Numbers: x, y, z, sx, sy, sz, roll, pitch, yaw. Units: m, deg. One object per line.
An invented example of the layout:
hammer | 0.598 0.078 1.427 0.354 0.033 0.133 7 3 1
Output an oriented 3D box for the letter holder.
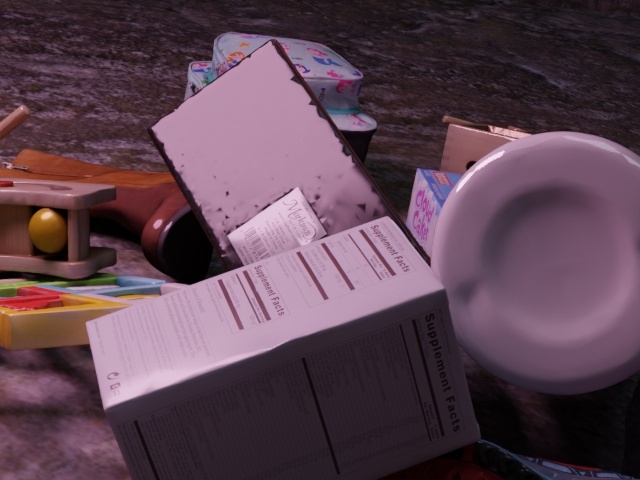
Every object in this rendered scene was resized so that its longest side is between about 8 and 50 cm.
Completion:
letter holder | 0.000 0.000 1.250 0.302 0.152 0.214 57 4 33

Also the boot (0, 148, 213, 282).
boot | -0.241 -0.047 1.420 0.280 0.096 0.264 13 21 6

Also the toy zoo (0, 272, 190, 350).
toy zoo | -0.211 0.057 1.119 0.192 0.030 0.293 -5 5 -35

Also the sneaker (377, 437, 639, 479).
sneaker | 0.168 0.213 0.994 0.262 0.104 0.125 12 -6 14

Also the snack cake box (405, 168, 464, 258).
snack cake box | 0.198 0.011 1.500 0.152 0.089 0.264 6 22 -11

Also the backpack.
backpack | -0.065 -0.164 1.704 0.225 0.191 0.253 2 18 -21

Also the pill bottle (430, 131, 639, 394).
pill bottle | 0.226 0.022 1.166 0.204 0.204 0.361 17 2 15

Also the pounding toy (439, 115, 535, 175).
pounding toy | 0.241 -0.111 1.849 0.181 0.094 0.206 16 11 26

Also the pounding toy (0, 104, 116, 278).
pounding toy | -0.321 -0.050 1.270 0.269 0.155 0.154 5 9 31

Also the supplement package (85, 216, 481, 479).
supplement package | -0.028 0.102 0.963 0.244 0.139 0.134 -19 27 -7

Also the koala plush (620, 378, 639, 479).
koala plush | 0.380 0.166 1.085 0.221 0.203 0.196 8 50 -39
